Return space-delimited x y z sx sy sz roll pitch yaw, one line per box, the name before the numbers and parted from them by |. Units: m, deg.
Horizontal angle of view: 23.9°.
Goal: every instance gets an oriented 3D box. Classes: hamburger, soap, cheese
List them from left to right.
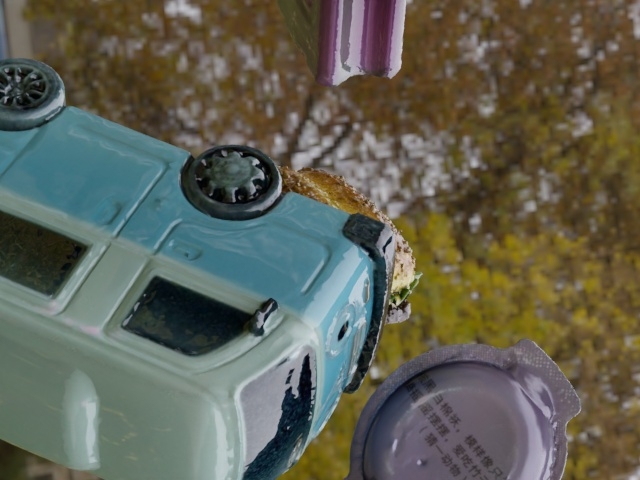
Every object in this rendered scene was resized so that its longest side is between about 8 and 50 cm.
hamburger | 0.000 0.000 1.145 0.166 0.137 0.087 49 -54 42
soap | 0.016 -0.220 1.030 0.122 0.065 0.203 -114 -159 -46
cheese | 0.049 0.125 0.787 0.105 0.191 0.042 53 5 12

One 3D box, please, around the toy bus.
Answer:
toy bus | -0.115 0.029 0.767 0.133 0.271 0.165 98 18 -47
